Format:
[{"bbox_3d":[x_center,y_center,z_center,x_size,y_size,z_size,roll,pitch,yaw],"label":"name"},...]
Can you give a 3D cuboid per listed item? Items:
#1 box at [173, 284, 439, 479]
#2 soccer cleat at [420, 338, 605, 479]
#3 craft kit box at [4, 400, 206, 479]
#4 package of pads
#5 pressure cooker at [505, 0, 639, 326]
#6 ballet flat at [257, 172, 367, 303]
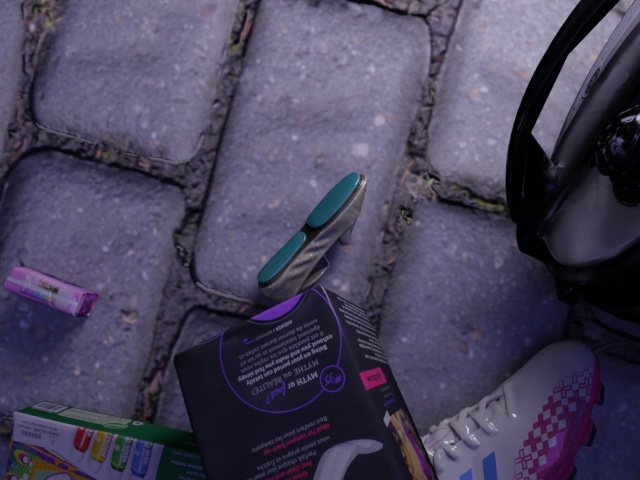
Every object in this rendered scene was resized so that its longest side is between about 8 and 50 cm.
[{"bbox_3d":[0.003,0.202,0.523,0.165,0.143,0.270,-27,67,11],"label":"box"},{"bbox_3d":[0.152,0.226,0.586,0.143,0.116,0.331,32,90,1],"label":"soccer cleat"},{"bbox_3d":[-0.213,0.314,0.599,0.250,0.061,0.246,7,92,13],"label":"craft kit box"},{"bbox_3d":[-0.289,0.056,0.626,0.083,0.050,0.031,20,84,1],"label":"package of pads"},{"bbox_3d":[0.379,-0.076,0.459,0.421,0.375,0.369,22,93,0],"label":"pressure cooker"},{"bbox_3d":[0.000,0.000,0.630,0.168,0.057,0.052,-47,117,4],"label":"ballet flat"}]
